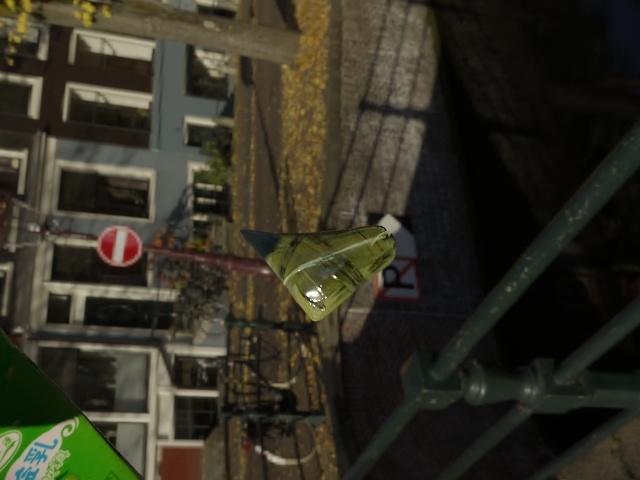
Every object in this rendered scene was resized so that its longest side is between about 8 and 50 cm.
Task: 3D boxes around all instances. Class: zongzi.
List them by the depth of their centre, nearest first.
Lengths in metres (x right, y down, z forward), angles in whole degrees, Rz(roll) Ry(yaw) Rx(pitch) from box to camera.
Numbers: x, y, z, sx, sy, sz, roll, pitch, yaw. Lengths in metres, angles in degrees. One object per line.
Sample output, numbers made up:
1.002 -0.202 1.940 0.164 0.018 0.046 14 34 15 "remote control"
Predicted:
0.000 0.000 0.698 0.113 0.104 0.052 49 171 17 "zongzi"

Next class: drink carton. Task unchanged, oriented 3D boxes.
-0.239 0.138 0.527 0.108 0.161 0.271 -58 -28 -30 "drink carton"
